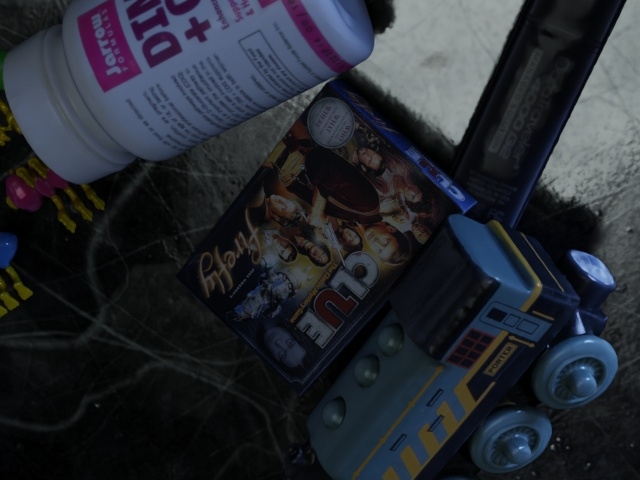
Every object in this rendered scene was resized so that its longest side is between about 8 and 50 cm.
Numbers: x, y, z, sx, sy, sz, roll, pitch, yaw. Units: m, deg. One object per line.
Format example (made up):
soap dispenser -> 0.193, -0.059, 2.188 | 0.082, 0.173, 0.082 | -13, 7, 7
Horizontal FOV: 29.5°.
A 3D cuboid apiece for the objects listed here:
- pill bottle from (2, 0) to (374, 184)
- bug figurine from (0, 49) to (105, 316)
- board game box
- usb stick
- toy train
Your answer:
pill bottle -> -0.112, -0.164, 1.020 | 0.283, 0.160, 0.160 | -25, 102, 17
bug figurine -> -0.328, -0.063, 1.102 | 0.216, 0.072, 0.279 | -31, 130, 1
board game box -> 0.000, 0.000, 1.095 | 0.165, 0.042, 0.243 | 43, 115, 7
usb stick -> 0.182, -0.126, 1.042 | 0.077, 0.045, 0.278 | 22, 111, -1
toy train -> 0.108, 0.128, 1.063 | 0.190, 0.142, 0.334 | 23, 116, -31
